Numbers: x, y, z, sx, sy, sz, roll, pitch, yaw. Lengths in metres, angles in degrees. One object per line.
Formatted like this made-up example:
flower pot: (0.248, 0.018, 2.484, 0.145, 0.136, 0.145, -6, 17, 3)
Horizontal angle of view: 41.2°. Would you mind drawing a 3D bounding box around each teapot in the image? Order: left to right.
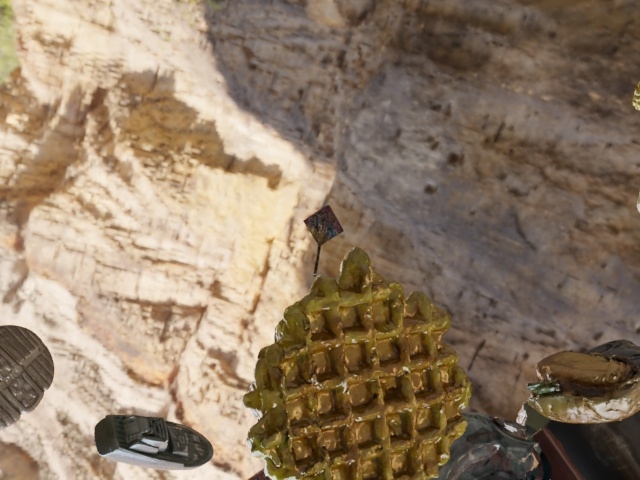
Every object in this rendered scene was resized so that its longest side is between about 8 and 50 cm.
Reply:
teapot: (0.486, 0.366, 1.325, 0.376, 0.306, 0.362, 7, -141, -43)

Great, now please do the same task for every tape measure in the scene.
tape measure: (0.198, 0.368, 1.179, 0.274, 0.257, 0.147, 2, 171, -23)

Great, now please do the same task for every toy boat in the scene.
toy boat: (-0.240, 0.312, 1.313, 0.260, 0.085, 0.078, 36, -148, -57)

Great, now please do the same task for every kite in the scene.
kite: (0.006, -0.001, 0.966, 0.044, 0.078, 0.002, -11, -178, -6)

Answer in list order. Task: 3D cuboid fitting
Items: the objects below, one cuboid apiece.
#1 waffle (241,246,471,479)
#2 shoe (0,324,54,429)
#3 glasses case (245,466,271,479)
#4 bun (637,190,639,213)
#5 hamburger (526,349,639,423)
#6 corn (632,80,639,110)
waffle: (0.046, 0.146, 0.811, 0.238, 0.243, 0.058, 45, 156, -20)
shoe: (-0.653, 0.278, 1.509, 0.351, 0.172, 0.198, -35, -168, -30)
glasses case: (-0.055, 0.365, 1.313, 0.194, 0.073, 0.049, -31, -130, -7)
bun: (0.614, -0.065, 1.553, 0.069, 0.115, 0.115, 5, -166, 25)
hamburger: (0.320, 0.198, 1.085, 0.102, 0.087, 0.176, -20, -172, -22)
corn: (0.671, -0.231, 1.476, 0.248, 0.081, 0.081, 19, -160, 18)
